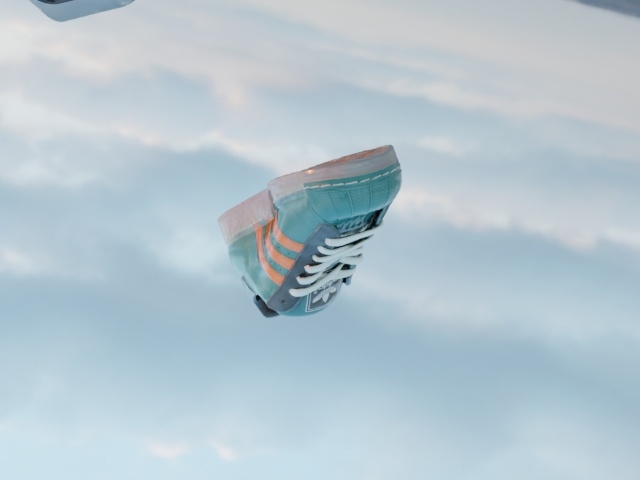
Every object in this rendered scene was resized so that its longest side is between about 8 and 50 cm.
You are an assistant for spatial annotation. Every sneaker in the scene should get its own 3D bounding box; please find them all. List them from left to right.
[{"bbox_3d":[0.000,0.000,0.991,0.108,0.121,0.302,-18,177,-23],"label":"sneaker"}]

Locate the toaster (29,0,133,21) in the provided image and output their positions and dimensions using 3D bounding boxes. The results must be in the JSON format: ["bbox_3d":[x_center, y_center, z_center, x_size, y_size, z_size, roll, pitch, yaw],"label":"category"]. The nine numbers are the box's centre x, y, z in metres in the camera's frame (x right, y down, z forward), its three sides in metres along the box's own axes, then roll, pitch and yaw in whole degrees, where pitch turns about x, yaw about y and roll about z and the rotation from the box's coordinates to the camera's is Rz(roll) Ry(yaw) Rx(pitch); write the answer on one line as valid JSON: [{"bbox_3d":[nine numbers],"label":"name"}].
[{"bbox_3d":[-0.203,-0.294,0.890,0.110,0.186,0.168,3,154,35],"label":"toaster"}]
